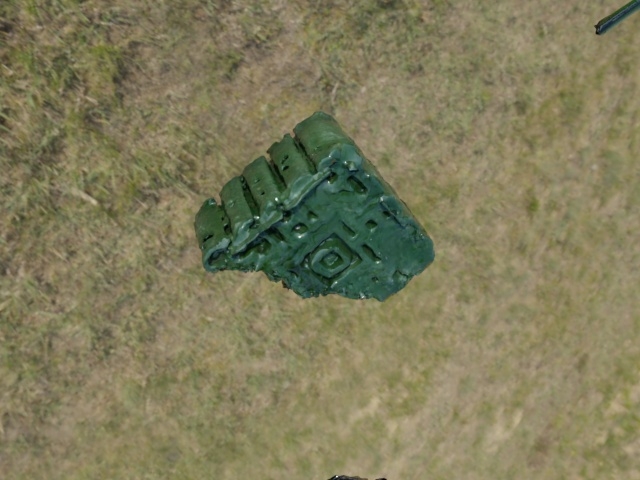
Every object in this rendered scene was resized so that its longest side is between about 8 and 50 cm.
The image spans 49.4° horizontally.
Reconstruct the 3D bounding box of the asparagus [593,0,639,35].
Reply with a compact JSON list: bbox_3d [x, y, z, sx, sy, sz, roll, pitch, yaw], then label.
[{"bbox_3d":[0.284,-0.208,0.571,0.166,0.013,0.016,-32,144,-14],"label":"asparagus"}]

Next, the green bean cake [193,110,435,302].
[{"bbox_3d":[0.000,0.000,0.731,0.193,0.107,0.208,-43,123,5],"label":"green bean cake"}]

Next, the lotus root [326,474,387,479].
[{"bbox_3d":[0.038,0.323,0.810,0.204,0.078,0.183,-9,143,-17],"label":"lotus root"}]
